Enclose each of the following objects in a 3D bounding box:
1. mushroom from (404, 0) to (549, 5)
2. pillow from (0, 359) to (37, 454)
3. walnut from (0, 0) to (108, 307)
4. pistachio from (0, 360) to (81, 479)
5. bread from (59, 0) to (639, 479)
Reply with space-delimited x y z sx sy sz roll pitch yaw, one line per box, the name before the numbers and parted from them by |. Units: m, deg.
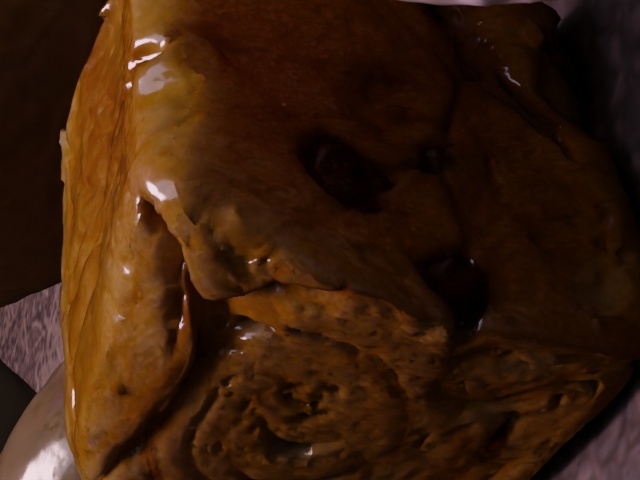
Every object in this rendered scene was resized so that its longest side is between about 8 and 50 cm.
mushroom | 0.004 -0.167 0.442 0.236 0.162 0.173 63 -173 -19
pillow | -0.181 0.193 0.884 0.255 0.120 0.322 57 -154 -56
walnut | -0.158 -0.078 0.735 0.228 0.228 0.228 -172 90 -70
pistachio | -0.087 0.135 0.740 0.131 0.129 0.206 50 129 44
bread | 0.000 0.000 0.554 0.158 0.149 0.143 114 157 -51
